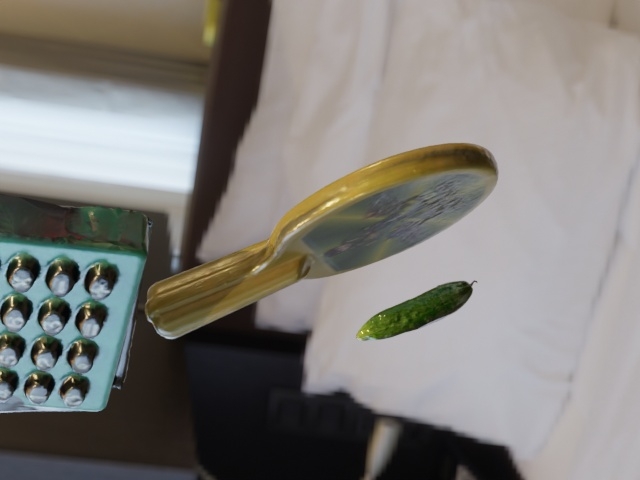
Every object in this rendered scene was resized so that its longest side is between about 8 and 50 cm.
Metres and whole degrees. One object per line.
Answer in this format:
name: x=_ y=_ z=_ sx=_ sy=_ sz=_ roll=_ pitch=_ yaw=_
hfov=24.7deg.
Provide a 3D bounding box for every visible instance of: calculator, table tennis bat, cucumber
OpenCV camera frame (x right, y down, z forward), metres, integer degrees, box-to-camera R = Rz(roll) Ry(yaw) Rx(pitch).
calculator: x=-0.272 y=0.057 z=1.131 sx=0.248 sy=0.274 sz=0.058 roll=113 pitch=159 yaw=-48
table tennis bat: x=0.000 y=0.000 z=1.222 sx=0.198 sy=0.321 sz=0.050 roll=53 pitch=-167 yaw=-72
cucumber: x=0.115 y=0.078 z=1.636 sx=0.039 sy=0.168 sz=0.039 roll=46 pitch=148 yaw=41
